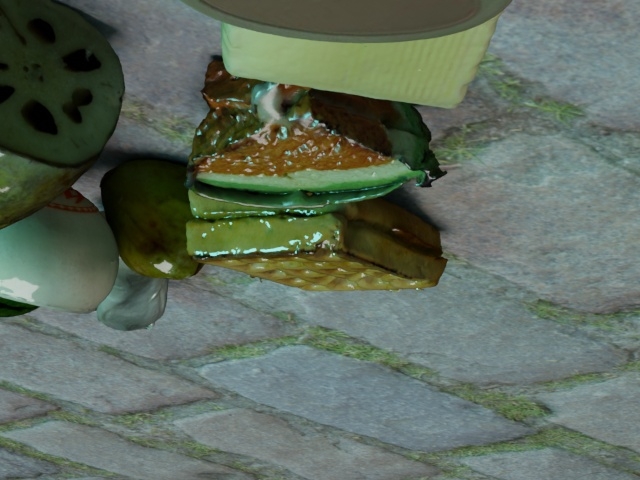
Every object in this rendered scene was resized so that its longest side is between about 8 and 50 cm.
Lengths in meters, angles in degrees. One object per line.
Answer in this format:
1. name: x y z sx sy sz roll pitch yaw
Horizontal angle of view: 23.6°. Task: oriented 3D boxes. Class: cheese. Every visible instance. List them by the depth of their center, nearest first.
1. cheese: 0.040 -0.232 1.331 0.242 0.124 0.265 5 157 -5

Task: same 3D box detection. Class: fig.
1. fig: -0.198 -0.032 1.909 0.165 0.154 0.144 49 159 -16

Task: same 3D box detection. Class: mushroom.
1. mushroom: -0.268 0.044 2.156 0.109 0.097 0.351 5 154 -3

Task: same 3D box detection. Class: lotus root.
1. lotus root: -0.391 -0.112 1.603 0.346 0.250 0.250 -19 147 40

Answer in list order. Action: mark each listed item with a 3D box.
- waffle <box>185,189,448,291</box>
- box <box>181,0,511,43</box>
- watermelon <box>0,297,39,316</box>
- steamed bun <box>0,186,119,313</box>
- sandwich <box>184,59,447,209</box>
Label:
1. waffle: 0.000 0.000 1.897 0.224 0.098 0.328 -1 171 27
2. box: 0.016 -0.295 1.061 0.301 0.216 0.301 6 156 3
3. watermelon: -0.471 0.038 2.152 0.204 0.127 0.232 -8 149 41
4. steamed bun: -0.349 -0.007 1.834 0.232 0.145 0.232 17 -179 0
5. sandwich: -0.031 -0.122 1.657 0.292 0.109 0.212 -14 144 37
